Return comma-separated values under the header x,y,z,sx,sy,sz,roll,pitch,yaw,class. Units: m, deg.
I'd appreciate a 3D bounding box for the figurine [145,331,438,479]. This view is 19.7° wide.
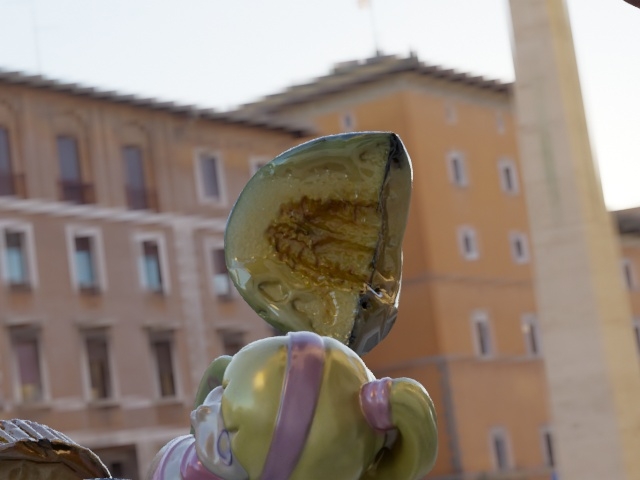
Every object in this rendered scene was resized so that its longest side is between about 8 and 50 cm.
x,y,z,sx,sy,sz,roll,pitch,yaw,class
-0.029,0.089,0.708,0.083,0.083,0.187,0,-28,-39,figurine

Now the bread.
x,y,z,sx,sy,sz,roll,pitch,yaw,class
-0.281,0.261,1.670,0.199,0.199,0.104,-2,11,-32,bread

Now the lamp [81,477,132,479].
x,y,z,sx,sy,sz,roll,pitch,yaw,class
-0.152,0.297,1.159,0.374,0.205,0.272,-10,27,33,lamp

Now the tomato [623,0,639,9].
x,y,z,sx,sy,sz,roll,pitch,yaw,class
0.155,-0.199,0.609,0.180,0.259,0.260,5,-14,-26,tomato

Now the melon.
x,y,z,sx,sy,sz,roll,pitch,yaw,class
0.000,0.000,1.297,0.128,0.160,0.079,12,-7,7,melon
